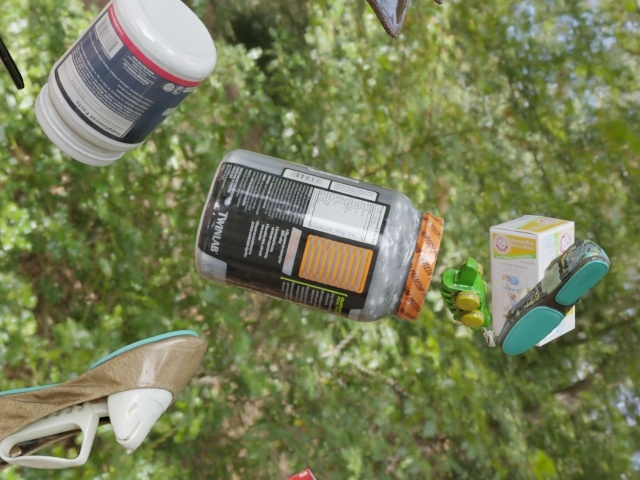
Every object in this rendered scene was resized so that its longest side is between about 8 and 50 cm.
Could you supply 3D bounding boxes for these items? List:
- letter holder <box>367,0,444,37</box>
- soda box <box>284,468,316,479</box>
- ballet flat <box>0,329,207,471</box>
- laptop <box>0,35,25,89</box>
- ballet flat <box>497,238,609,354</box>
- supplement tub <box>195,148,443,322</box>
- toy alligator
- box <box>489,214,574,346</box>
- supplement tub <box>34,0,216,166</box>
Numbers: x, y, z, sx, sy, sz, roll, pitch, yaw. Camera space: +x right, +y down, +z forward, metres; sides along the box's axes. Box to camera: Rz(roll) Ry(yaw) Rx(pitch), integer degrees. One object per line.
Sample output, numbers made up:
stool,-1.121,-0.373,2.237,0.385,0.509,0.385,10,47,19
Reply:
letter holder,0.129,-0.388,0.953,0.214,0.152,0.301,49,47,-53
soda box,-0.064,0.486,1.509,0.083,0.092,0.263,52,-38,27
ballet flat,-0.302,0.227,1.198,0.116,0.343,0.124,75,-3,-56
laptop,-0.598,-0.373,1.100,0.382,0.236,0.408,54,-14,20
ballet flat,0.295,0.071,1.187,0.070,0.188,0.070,34,26,-19
supplement tub,0.000,0.000,1.281,0.193,0.316,0.193,16,90,-88
toy alligator,0.182,0.082,1.146,0.189,0.051,0.056,66,30,-50
box,0.374,0.067,1.618,0.103,0.114,0.203,12,-68,46
supplement tub,-0.320,-0.267,1.500,0.191,0.272,0.191,36,31,-26
